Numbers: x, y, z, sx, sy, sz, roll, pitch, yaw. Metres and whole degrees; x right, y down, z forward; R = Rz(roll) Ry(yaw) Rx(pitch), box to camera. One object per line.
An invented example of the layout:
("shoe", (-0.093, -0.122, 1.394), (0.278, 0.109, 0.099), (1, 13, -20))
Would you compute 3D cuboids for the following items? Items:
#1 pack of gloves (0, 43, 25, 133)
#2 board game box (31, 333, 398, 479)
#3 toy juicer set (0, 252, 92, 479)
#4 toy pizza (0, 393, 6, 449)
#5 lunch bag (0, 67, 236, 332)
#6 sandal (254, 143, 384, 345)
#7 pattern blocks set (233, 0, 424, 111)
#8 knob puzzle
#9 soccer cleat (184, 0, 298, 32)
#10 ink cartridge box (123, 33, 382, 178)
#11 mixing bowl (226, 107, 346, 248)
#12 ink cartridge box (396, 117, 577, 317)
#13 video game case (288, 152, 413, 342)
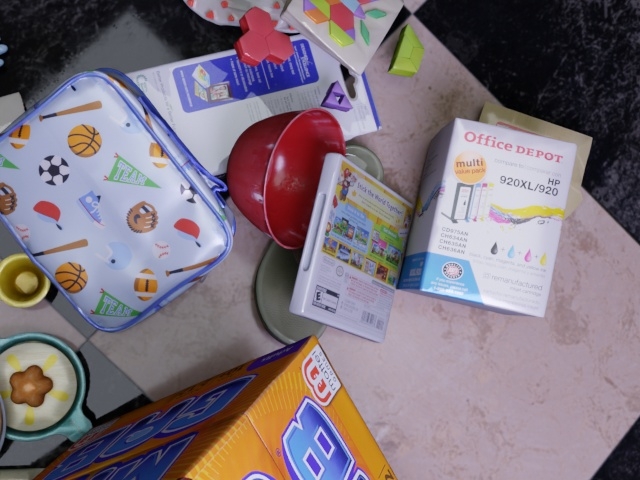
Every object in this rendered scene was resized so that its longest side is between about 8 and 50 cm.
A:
("pack of gloves", (-0.512, -0.179, 1.118), (0.232, 0.046, 0.195), (-14, 75, -16))
("board game box", (-0.122, 0.372, 0.860), (0.357, 0.356, 0.356), (-26, 97, 27))
("toy juicer set", (-0.396, 0.196, 1.065), (0.209, 0.089, 0.328), (-19, 88, -14))
("toy pizza", (-0.478, 0.212, 1.025), (0.201, 0.032, 0.201), (1, 102, 3))
("lunch bag", (-0.253, -0.050, 1.067), (0.243, 0.115, 0.303), (-37, 102, 4))
("sandal", (-0.001, -0.002, 1.173), (0.120, 0.086, 0.302), (24, 79, -8))
("pattern blocks set", (0.030, -0.324, 1.178), (0.286, 0.026, 0.324), (25, 61, -24))
("knob puzzle", (0.294, -0.087, 1.274), (0.213, 0.030, 0.213), (0, 88, -4))
("soccer cleat", (-0.102, -0.332, 1.207), (0.196, 0.076, 0.068), (16, 110, 8))
("ink cartridge box", (-0.095, -0.182, 1.186), (0.333, 0.065, 0.165), (-15, 87, -12))
("mixing bowl", (-0.056, -0.087, 1.094), (0.098, 0.181, 0.181), (15, 78, 30))
("ink cartridge box", (0.222, -0.027, 1.166), (0.171, 0.168, 0.232), (13, 86, -3))
("video game case", (0.048, 0.018, 1.135), (0.026, 0.227, 0.206), (7, 79, 33))
